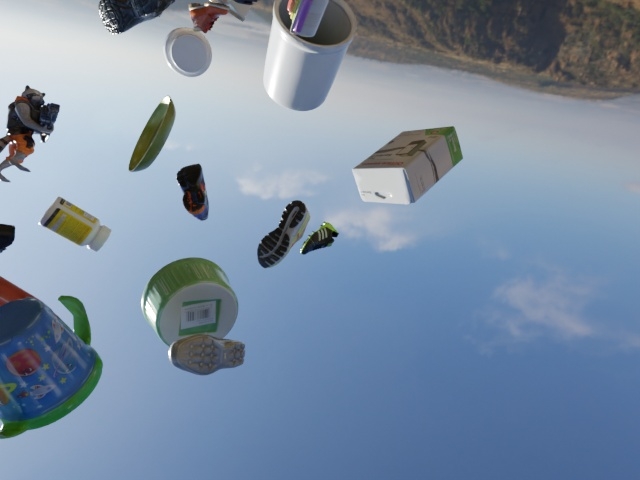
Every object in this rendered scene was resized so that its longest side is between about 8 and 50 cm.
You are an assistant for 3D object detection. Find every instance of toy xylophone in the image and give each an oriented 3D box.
[{"bbox_3d":[-0.025,-0.736,1.286,0.081,0.236,0.322,12,-139,-20],"label":"toy xylophone"}]

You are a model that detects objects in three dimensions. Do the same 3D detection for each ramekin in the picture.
[{"bbox_3d":[-0.424,0.222,1.497,0.304,0.303,0.148,-2,-157,-32],"label":"ramekin"}]

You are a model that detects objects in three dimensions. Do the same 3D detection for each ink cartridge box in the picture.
[{"bbox_3d":[0.274,-0.238,1.407,0.211,0.121,0.289,8,-141,47],"label":"ink cartridge box"}]

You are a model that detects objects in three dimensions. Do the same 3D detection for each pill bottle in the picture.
[{"bbox_3d":[-0.444,-0.628,1.496,0.153,0.152,0.272,2,-157,-22],"label":"pill bottle"},{"bbox_3d":[-0.868,-0.053,1.596,0.209,0.119,0.119,38,-176,-30],"label":"pill bottle"}]

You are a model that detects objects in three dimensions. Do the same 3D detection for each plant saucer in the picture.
[{"bbox_3d":[-0.818,0.140,1.163,0.259,0.259,0.047,37,-121,-13],"label":"plant saucer"},{"bbox_3d":[-0.468,-0.293,1.263,0.037,0.240,0.241,28,-173,-33],"label":"plant saucer"}]

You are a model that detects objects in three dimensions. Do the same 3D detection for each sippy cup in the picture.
[{"bbox_3d":[-0.653,0.259,1.005,0.240,0.223,0.305,-22,-145,-17],"label":"sippy cup"}]

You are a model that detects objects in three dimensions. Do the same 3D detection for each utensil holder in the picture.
[{"bbox_3d":[-0.065,-0.785,1.876,0.328,0.327,0.385,5,156,-14],"label":"utensil holder"}]

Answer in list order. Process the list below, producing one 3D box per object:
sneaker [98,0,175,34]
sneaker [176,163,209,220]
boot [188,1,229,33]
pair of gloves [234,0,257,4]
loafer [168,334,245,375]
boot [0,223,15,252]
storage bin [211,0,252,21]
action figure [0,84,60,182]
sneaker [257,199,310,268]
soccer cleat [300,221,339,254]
[{"bbox_3d":[-0.562,-0.709,1.381,0.287,0.108,0.130,0,-155,30],"label":"sneaker"},{"bbox_3d":[-0.385,-0.148,1.369,0.083,0.087,0.221,-13,-125,-2],"label":"sneaker"},{"bbox_3d":[-0.332,-0.672,1.354,0.158,0.084,0.059,14,-158,35],"label":"boot"},{"bbox_3d":[-0.126,-0.442,0.753,0.074,0.083,0.010,-10,-132,-40],"label":"pair of gloves"},{"bbox_3d":[-0.330,0.322,1.269,0.112,0.111,0.319,-2,164,20],"label":"loafer"},{"bbox_3d":[-1.013,-0.054,1.315,0.207,0.246,0.094,11,-132,-44],"label":"boot"},{"bbox_3d":[-0.277,-0.861,1.360,0.260,0.262,0.123,38,-172,14],"label":"storage bin"},{"bbox_3d":[-1.028,-0.392,1.552,0.179,0.329,0.342,18,158,-36],"label":"action figure"},{"bbox_3d":[-0.091,-0.007,1.235,0.081,0.208,0.094,38,-177,21],"label":"sneaker"},{"bbox_3d":[0.000,0.000,1.445,0.072,0.060,0.179,39,-137,7],"label":"soccer cleat"}]
